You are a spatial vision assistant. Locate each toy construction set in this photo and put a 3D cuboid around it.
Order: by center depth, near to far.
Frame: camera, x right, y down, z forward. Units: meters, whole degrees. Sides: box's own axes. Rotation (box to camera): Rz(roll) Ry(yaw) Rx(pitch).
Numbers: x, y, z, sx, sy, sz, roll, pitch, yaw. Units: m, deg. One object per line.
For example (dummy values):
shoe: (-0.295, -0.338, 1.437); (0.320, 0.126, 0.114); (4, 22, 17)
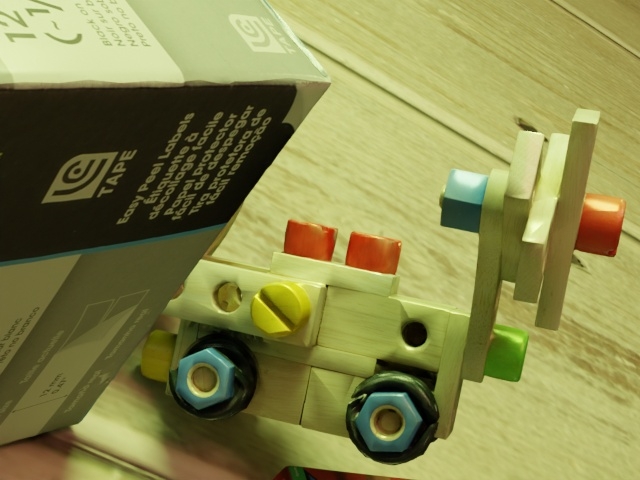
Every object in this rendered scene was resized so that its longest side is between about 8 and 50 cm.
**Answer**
toy construction set: (0.000, 0.000, 0.612); (0.328, 0.215, 0.151); (12, 1, 27)

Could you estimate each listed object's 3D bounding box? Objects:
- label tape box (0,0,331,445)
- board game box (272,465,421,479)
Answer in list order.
label tape box: (-0.191, -0.001, 0.408); (0.115, 0.249, 0.348); (51, 33, 18)
board game box: (0.070, 0.248, 0.586); (0.145, 0.027, 0.281); (16, 38, -36)
